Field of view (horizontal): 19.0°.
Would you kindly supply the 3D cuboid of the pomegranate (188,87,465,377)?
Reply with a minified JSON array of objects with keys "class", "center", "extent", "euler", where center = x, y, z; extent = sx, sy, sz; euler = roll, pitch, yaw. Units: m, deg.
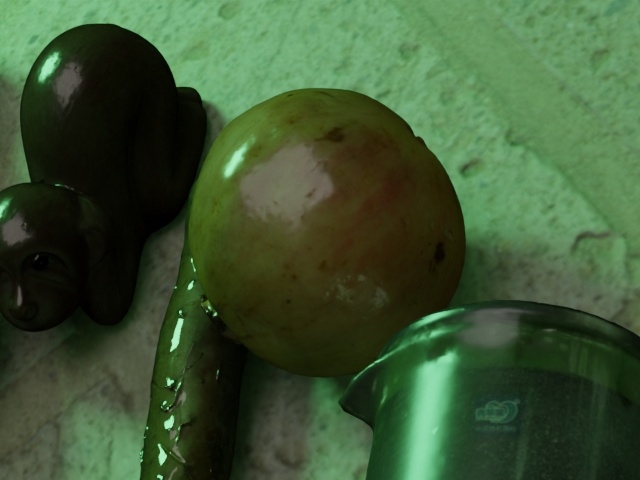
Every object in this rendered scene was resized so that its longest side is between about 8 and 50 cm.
[{"class":"pomegranate","center":[0.001,-0.003,1.261],"extent":[0.191,0.191,0.191],"euler":[-17,48,21]}]

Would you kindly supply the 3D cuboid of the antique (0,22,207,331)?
[{"class":"antique","center":[-0.183,-0.047,1.446],"extent":[0.121,0.143,0.257],"euler":[8,63,35]}]

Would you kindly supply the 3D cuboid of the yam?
[{"class":"yam","center":[-0.081,0.082,1.325],"extent":[0.067,0.071,0.317],"euler":[14,57,-11]}]

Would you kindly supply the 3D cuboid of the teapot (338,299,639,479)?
[{"class":"teapot","center":[0.126,0.200,1.031],"extent":[0.270,0.200,0.337],"euler":[7,55,6]}]
